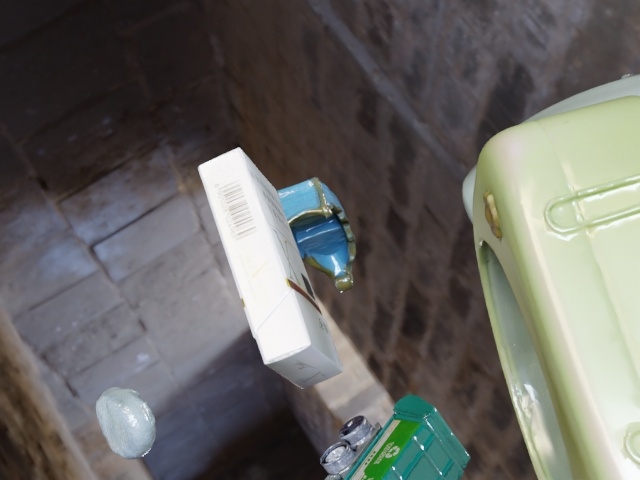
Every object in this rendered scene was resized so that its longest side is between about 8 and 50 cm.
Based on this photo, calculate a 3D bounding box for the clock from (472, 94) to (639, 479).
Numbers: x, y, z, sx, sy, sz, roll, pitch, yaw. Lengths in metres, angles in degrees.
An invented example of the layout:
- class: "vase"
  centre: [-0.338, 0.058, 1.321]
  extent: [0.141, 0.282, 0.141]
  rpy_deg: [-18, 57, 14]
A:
- class: "clock"
  centre: [0.194, 0.089, 0.731]
  extent: [0.117, 0.286, 0.348]
  rpy_deg: [-16, 161, 3]

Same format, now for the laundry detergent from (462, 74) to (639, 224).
- class: "laundry detergent"
  centre: [0.335, -0.059, 0.975]
  extent: [0.398, 0.264, 0.124]
  rpy_deg: [-38, -169, 48]

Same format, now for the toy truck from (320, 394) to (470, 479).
- class: "toy truck"
  centre: [0.060, 0.276, 1.177]
  extent: [0.124, 0.114, 0.253]
  rpy_deg: [-21, -161, 47]

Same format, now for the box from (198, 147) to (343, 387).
- class: "box"
  centre: [-0.035, 0.020, 0.754]
  extent: [0.040, 0.154, 0.084]
  rpy_deg: [-24, 156, 5]

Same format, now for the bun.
- class: "bun"
  centre: [-0.196, 0.185, 1.112]
  extent: [0.045, 0.083, 0.083]
  rpy_deg: [-24, 157, -35]

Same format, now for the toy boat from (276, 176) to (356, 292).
- class: "toy boat"
  centre: [0.000, 0.000, 1.195]
  extent: [0.075, 0.077, 0.185]
  rpy_deg: [-18, 158, 5]

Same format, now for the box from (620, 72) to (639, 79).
- class: "box"
  centre: [0.406, -0.164, 1.345]
  extent: [0.084, 0.063, 0.060]
  rpy_deg: [60, 40, -37]
